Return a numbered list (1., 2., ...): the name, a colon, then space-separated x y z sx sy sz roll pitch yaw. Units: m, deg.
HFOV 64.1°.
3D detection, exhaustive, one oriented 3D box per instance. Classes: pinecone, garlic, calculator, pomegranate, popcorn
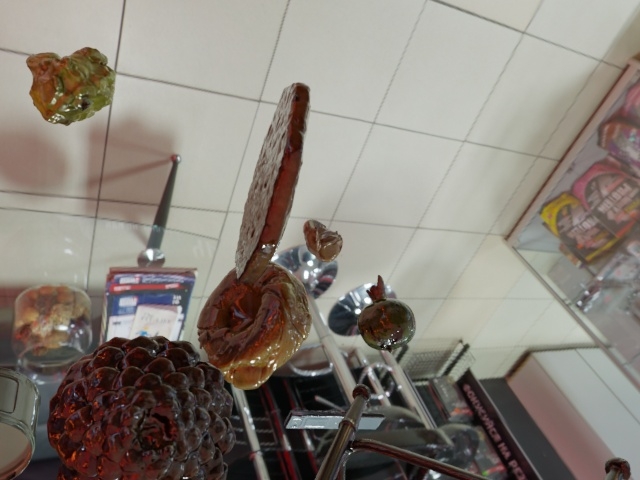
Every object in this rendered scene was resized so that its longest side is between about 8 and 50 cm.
1. pinecone: -0.191 0.198 0.542 0.179 0.184 0.204 7 151 -29
2. garlic: 0.000 0.000 1.212 0.074 0.113 0.094 -18 -174 38
3. calculator: 0.024 0.312 0.887 0.171 0.018 0.057 7 139 -13
4. pomegranate: 0.130 0.152 1.046 0.122 0.162 0.122 -12 159 -5
5. popcorn: -0.480 -0.298 0.989 0.173 0.173 0.142 -13 95 -15

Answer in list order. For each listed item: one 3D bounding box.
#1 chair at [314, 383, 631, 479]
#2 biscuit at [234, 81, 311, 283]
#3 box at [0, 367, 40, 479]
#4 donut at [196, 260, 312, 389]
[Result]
1. chair: 0.098 0.446 0.546 0.410 0.361 0.365 -18 112 -56
2. biscuit: -0.083 -0.099 0.875 0.046 0.359 0.359 14 124 -14
3. box: -0.735 0.406 1.097 0.226 0.149 0.226 -11 123 -17
4. donut: -0.191 0.232 1.447 0.360 0.360 0.170 -37 133 10
